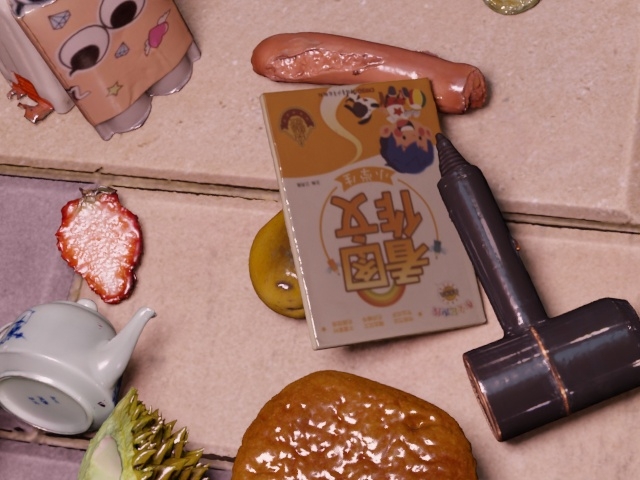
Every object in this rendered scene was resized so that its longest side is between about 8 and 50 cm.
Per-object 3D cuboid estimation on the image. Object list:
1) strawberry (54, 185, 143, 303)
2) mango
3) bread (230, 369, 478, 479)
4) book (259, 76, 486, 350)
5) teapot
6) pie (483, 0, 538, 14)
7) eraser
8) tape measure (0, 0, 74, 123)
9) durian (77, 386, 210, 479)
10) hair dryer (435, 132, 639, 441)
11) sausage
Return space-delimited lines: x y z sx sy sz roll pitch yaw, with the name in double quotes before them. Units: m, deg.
"strawberry" -0.262 0.006 1.784 0.104 0.048 0.152 -14 77 -1
"mango" 0.000 0.000 1.698 0.137 0.098 0.195 22 68 25
"bread" 0.037 0.263 1.547 0.253 0.142 0.227 25 66 24
"book" 0.058 -0.035 1.656 0.208 0.020 0.295 -8 77 -21
"teapot" -0.291 0.127 1.685 0.232 0.159 0.159 -7 63 33
"pie" 0.233 -0.314 1.827 0.084 0.021 0.084 -4 70 11
"eraser" -0.253 -0.252 1.758 0.171 0.290 0.087 -42 64 -8
"tape measure" -0.329 -0.319 1.835 0.130 0.258 0.265 27 67 23
"durian" -0.226 0.354 1.550 0.198 0.163 0.394 16 85 22
"hair dryer" 0.212 0.024 1.615 0.189 0.107 0.352 -21 70 0
"sausage" 0.054 -0.206 1.790 0.304 0.078 0.078 13 70 18
